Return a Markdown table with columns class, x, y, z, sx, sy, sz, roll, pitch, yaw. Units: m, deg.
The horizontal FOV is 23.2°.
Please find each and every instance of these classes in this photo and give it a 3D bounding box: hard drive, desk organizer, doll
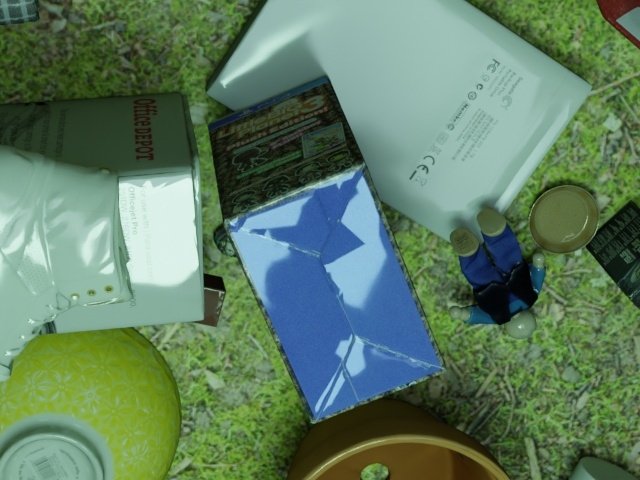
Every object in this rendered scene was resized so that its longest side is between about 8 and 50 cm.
| class | x | y | z | sx | sy | sz | roll | pitch | yaw |
| --- | --- | --- | --- | --- | --- | --- | --- | --- | --- |
| hard drive | 0.086 | -0.167 | 1.687 | 0.353 | 0.047 | 0.233 | 31 | 103 | -17 |
| desk organizer | -0.137 | 0.046 | 1.689 | 0.050 | 0.130 | 0.047 | 12 | 107 | -14 |
| doll | 0.199 | 0.049 | 1.750 | 0.129 | 0.046 | 0.189 | -36 | 135 | -3 |

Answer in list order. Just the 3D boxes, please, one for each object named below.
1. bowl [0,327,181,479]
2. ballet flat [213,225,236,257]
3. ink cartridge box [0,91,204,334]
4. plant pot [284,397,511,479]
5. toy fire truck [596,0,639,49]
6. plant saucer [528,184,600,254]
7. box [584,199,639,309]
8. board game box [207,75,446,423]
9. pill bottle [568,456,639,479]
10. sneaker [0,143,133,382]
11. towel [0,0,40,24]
| class | x | y | z | sx | sy | sz | roll | pitch | yaw |
| --- | --- | --- | --- | --- | --- | --- | --- | --- | --- |
| bowl | -0.296 | 0.230 | 1.721 | 0.290 | 0.156 | 0.289 | -2 | 109 | -6 |
| ballet flat | -0.062 | 0.009 | 1.734 | 0.114 | 0.041 | 0.041 | 9 | 108 | -10 |
| ink cartridge box | -0.318 | -0.026 | 1.558 | 0.395 | 0.285 | 0.166 | -5 | 111 | -5 |
| plant pot | 0.075 | 0.307 | 1.768 | 0.291 | 0.203 | 0.290 | -2 | 110 | -6 |
| toy fire truck | 0.393 | -0.350 | 1.618 | 0.254 | 0.169 | 0.302 | 44 | 102 | 8 |
| plant saucer | 0.276 | -0.025 | 1.776 | 0.083 | 0.015 | 0.083 | -2 | 110 | -7 |
| box | 0.389 | 0.054 | 1.730 | 0.077 | 0.180 | 0.147 | -44 | 109 | 9 |
| board game box | 0.000 | 0.000 | 1.558 | 0.141 | 0.291 | 0.232 | -22 | 112 | 2 |
| pill bottle | 0.307 | 0.372 | 1.865 | 0.119 | 0.119 | 0.208 | 22 | 105 | -14 |
| sneaker | -0.255 | 0.064 | 1.389 | 0.169 | 0.108 | 0.292 | 10 | 108 | -8 |
| towel | -0.404 | -0.343 | 1.524 | 0.235 | 0.121 | 0.283 | -7 | 110 | -5 |
